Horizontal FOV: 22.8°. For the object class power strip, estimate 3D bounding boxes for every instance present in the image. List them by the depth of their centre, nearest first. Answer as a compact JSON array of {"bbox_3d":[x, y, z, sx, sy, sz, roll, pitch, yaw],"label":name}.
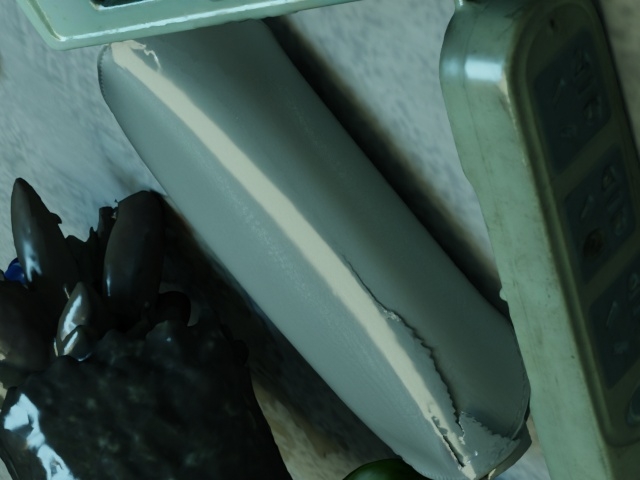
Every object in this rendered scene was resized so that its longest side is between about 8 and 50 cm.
[{"bbox_3d":[0.116,0.003,0.722,0.048,0.080,0.286,10,131,42],"label":"power strip"}]

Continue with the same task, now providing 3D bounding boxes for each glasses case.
[{"bbox_3d":[-0.001,0.001,0.881,0.308,0.083,0.128,51,158,-2],"label":"glasses case"}]

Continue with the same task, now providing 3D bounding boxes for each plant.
[{"bbox_3d":[-0.138,0.111,1.074,0.320,0.182,0.194,60,161,27],"label":"plant"}]

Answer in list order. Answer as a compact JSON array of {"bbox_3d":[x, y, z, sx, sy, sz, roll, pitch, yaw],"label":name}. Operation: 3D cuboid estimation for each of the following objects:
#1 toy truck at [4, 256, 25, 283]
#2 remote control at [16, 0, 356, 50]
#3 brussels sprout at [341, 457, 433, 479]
[{"bbox_3d":[-0.248,0.041,1.287,0.063,0.074,0.136,27,143,36],"label":"toy truck"},{"bbox_3d":[-0.017,-0.163,0.646,0.344,0.050,0.145,-4,127,38],"label":"remote control"},{"bbox_3d":[0.060,0.209,1.006,0.155,0.117,0.155,26,135,29],"label":"brussels sprout"}]
